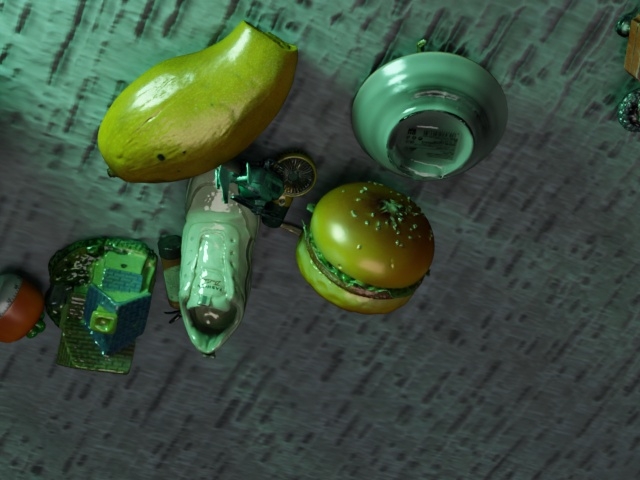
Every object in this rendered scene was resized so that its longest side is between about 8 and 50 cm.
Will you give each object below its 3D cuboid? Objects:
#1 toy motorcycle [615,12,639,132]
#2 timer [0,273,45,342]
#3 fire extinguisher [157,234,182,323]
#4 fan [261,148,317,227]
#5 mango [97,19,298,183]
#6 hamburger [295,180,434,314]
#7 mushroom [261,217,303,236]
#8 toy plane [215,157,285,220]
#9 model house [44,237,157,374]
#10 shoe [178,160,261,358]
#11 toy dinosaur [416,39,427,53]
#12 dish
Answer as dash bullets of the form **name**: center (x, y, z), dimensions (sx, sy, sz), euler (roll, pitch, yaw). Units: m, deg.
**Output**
- **toy motorcycle**: center (0.575, -0.317, 1.512), dimensions (0.171, 0.089, 0.298), euler (-4, 123, -6)
- **timer**: center (-0.550, 0.129, 1.671), dimensions (0.136, 0.099, 0.136), euler (-3, 139, -3)
- **fire extinguisher**: center (-0.265, 0.076, 1.695), dimensions (0.062, 0.050, 0.177), euler (-16, 126, -19)
- **fan**: center (-0.063, -0.089, 1.613), dimensions (0.082, 0.039, 0.155), euler (18, 118, -17)
- **mango**: center (-0.188, -0.206, 1.459), dimensions (0.359, 0.144, 0.187), euler (-26, 113, 4)
- **hamburger**: center (0.083, -0.004, 1.571), dimensions (0.246, 0.246, 0.170), euler (13, 134, -15)
- **mushroom**: center (-0.003, 0.005, 1.700), dimensions (0.286, 0.026, 0.028), euler (22, 103, -18)
- **toy plane**: center (-0.112, -0.088, 1.497), dimensions (0.060, 0.096, 0.235), euler (-1, 172, 21)
- **model house**: center (-0.392, 0.124, 1.631), dimensions (0.195, 0.189, 0.214), euler (13, 122, -18)
- **shoe**: center (-0.174, 0.037, 1.577), dimensions (0.132, 0.210, 0.341), euler (4, 123, -1)
- **toy dinosaur**: center (0.186, -0.250, 1.544), dimensions (0.058, 0.037, 0.180), euler (2, 119, 7)
- **dish**: center (0.179, -0.178, 1.523), dimensions (0.260, 0.085, 0.260), euler (2, 135, 2)
